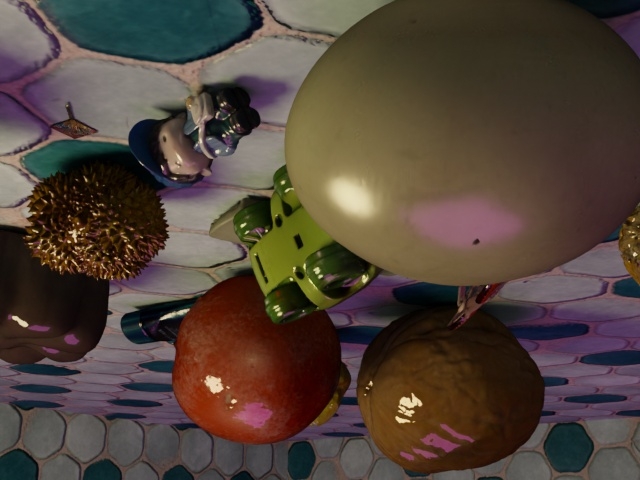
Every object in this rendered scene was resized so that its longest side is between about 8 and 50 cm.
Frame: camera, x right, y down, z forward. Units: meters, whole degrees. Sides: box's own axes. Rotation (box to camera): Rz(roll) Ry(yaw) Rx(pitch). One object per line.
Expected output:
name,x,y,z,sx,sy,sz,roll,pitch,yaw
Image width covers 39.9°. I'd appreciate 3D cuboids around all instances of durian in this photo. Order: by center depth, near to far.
durian,-0.248,-0.020,0.985,0.158,0.137,0.168,20,176,6

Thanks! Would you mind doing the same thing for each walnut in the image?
walnut,0.226,0.259,1.532,0.333,0.332,0.333,1,161,0

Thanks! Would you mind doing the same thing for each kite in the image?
kite,-0.253,-0.117,0.879,0.044,0.002,0.078,-2,162,12

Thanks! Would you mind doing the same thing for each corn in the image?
corn,0.442,0.029,1.095,0.115,0.115,0.318,-9,159,28

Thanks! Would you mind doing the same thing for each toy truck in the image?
toy truck,0.012,0.002,1.004,0.187,0.148,0.210,-31,163,30

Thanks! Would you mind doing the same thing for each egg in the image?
egg,0.109,-0.075,0.645,0.269,0.219,0.219,5,162,2

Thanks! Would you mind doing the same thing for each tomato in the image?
tomato,-0.091,0.189,1.357,0.265,0.264,0.265,1,161,0

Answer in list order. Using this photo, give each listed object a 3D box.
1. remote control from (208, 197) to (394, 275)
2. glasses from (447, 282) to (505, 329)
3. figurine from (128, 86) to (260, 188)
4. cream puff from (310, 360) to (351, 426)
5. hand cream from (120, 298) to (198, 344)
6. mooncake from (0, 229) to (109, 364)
remote control,0.000,0.000,1.152,0.285,0.038,0.123,11,160,-26
glasses,0.210,0.017,1.110,0.162,0.095,0.255,-36,171,-22
figurine,-0.115,-0.101,0.839,0.136,0.077,0.079,-27,-176,27
cream puff,-0.050,0.243,1.703,0.221,0.194,0.194,11,163,10
hand cream,-0.216,0.132,1.557,0.271,0.061,0.120,-13,152,18
mooncake,-0.462,0.085,1.276,0.306,0.154,0.306,-1,160,0
